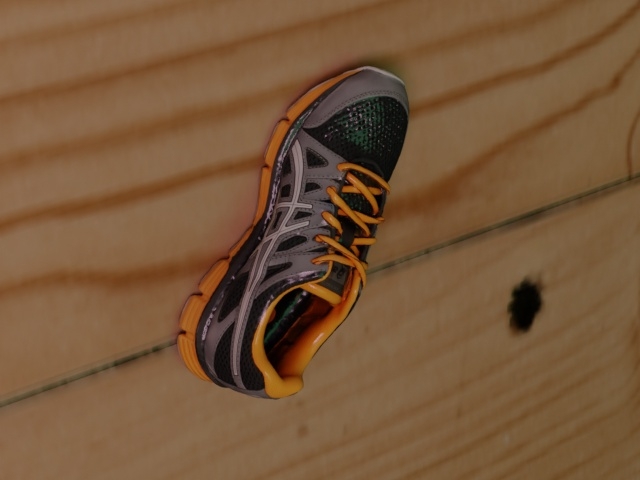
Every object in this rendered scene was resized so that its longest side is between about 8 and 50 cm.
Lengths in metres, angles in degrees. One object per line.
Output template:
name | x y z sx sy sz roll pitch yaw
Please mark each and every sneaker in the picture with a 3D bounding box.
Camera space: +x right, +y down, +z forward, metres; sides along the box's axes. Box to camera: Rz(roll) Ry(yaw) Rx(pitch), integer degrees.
sneaker | 0.000 0.000 1.032 0.084 0.083 0.215 25 93 -39
